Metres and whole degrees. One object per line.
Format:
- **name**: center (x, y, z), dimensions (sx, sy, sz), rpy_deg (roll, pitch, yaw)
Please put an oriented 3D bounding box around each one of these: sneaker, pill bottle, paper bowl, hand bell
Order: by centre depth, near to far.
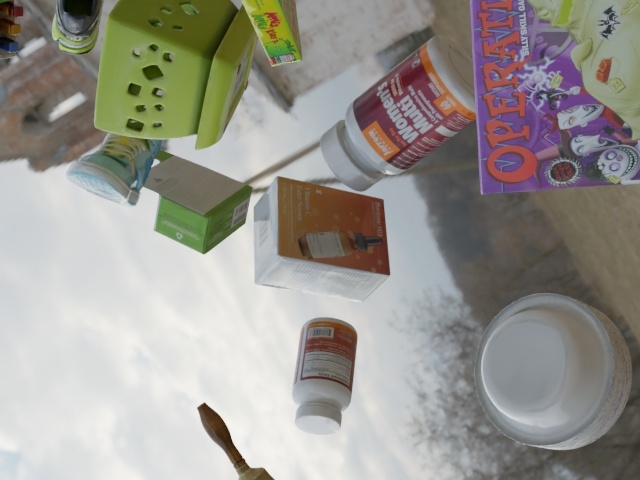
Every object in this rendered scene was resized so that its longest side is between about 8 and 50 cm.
- **pill bottle**: center (0.111, -0.165, 1.322), dimensions (0.121, 0.221, 0.121), rpy_deg (36, -146, -29)
- **hand bell**: center (-0.155, 0.403, 1.802), dimensions (0.242, 0.126, 0.126), rpy_deg (56, -172, -1)
- **paper bowl**: center (0.413, 0.237, 1.807), dimensions (0.148, 0.284, 0.284), rpy_deg (20, -143, -47)
- **sneaker**: center (-0.381, -0.182, 1.869), dimensions (0.127, 0.208, 0.319), rpy_deg (23, 176, -5)
- **sneaker**: center (-0.467, -0.527, 1.957), dimensions (0.121, 0.111, 0.300), rpy_deg (140, 133, -66)
- **pill bottle**: center (0.007, 0.273, 1.968), dimensions (0.121, 0.121, 0.216), rpy_deg (52, -143, -45)

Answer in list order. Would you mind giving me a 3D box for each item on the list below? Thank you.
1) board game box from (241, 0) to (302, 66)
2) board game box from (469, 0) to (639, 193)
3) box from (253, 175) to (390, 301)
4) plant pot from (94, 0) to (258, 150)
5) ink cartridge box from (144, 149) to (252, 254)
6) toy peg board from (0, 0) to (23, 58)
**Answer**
- **board game box**: center (-0.065, -0.301, 1.198), dimensions (0.181, 0.043, 0.092), rpy_deg (61, -159, -67)
- **board game box**: center (0.243, -0.197, 0.906), dimensions (0.056, 0.208, 0.347), rpy_deg (-77, -19, -48)
- **box**: center (0.000, 0.000, 1.377), dimensions (0.170, 0.091, 0.130), rpy_deg (10, -123, -22)
- **plant pot**: center (-0.223, -0.294, 1.595), dimensions (0.228, 0.207, 0.227), rpy_deg (-73, 2, -46)
- **ink cartridge box**: center (-0.304, -0.092, 2.118), dimensions (0.255, 0.097, 0.189), rpy_deg (23, -149, 16)
- **toy peg board**: center (-0.586, -0.379, 1.697), dimensions (0.079, 0.161, 0.160), rpy_deg (25, 122, 34)
